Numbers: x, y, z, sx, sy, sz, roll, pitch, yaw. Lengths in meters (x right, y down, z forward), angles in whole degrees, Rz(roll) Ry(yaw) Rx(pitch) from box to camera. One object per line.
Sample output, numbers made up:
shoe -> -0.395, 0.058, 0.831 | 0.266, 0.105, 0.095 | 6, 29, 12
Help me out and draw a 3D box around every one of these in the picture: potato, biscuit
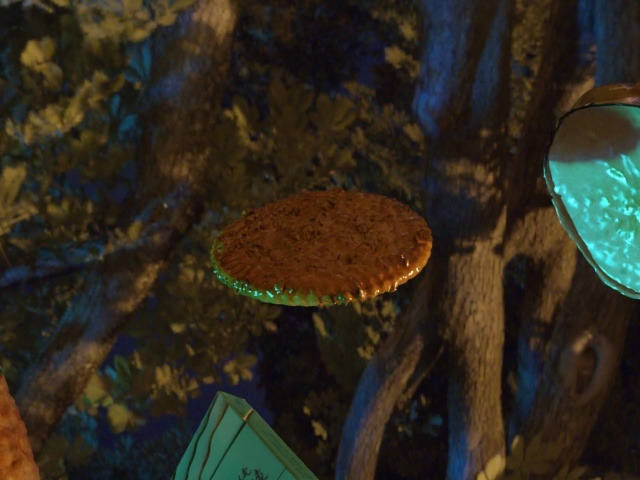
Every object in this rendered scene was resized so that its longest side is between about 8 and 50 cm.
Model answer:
potato -> 0.423, -0.063, 1.053 | 0.196, 0.246, 0.300 | -26, -135, -36
biscuit -> 0.000, 0.000, 1.057 | 0.254, 0.035, 0.254 | -5, -153, 3

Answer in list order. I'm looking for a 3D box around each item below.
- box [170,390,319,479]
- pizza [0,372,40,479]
box -> -0.071, 0.260, 0.852 | 0.229, 0.041, 0.162 | 34, -83, 53
pizza -> -0.166, 0.061, 0.333 | 0.195, 0.052, 0.185 | 49, -136, -6
